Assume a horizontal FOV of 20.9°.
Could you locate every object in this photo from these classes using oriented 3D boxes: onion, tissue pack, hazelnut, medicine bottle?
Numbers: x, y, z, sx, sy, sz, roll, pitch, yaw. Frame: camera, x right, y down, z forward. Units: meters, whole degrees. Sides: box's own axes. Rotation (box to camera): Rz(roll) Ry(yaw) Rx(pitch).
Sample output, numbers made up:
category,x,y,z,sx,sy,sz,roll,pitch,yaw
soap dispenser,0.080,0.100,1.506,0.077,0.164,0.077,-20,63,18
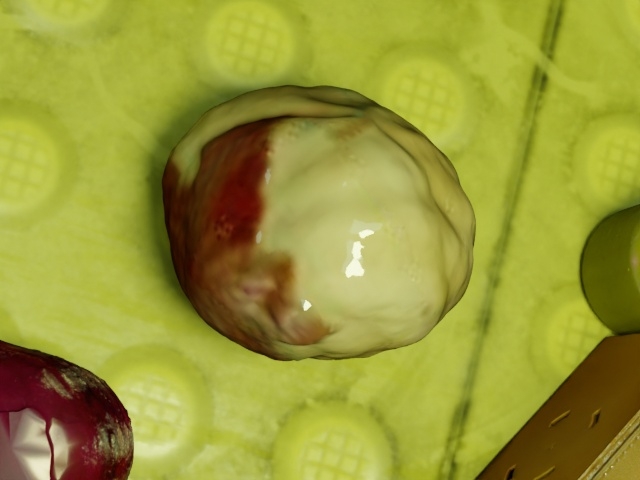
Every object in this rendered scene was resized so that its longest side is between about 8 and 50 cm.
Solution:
category,x,y,z,sx,sy,sz,roll,pitch,yaw
onion,-0.246,0.134,1.305,0.195,0.140,0.218,-20,85,-11
tissue pack,0.232,0.214,1.396,0.145,0.194,0.274,46,74,-6
hazelnut,0.000,0.000,1.363,0.261,0.261,0.241,1,114,-16
medicine bottle,0.311,0.017,1.434,0.121,0.212,0.122,2,82,-16
